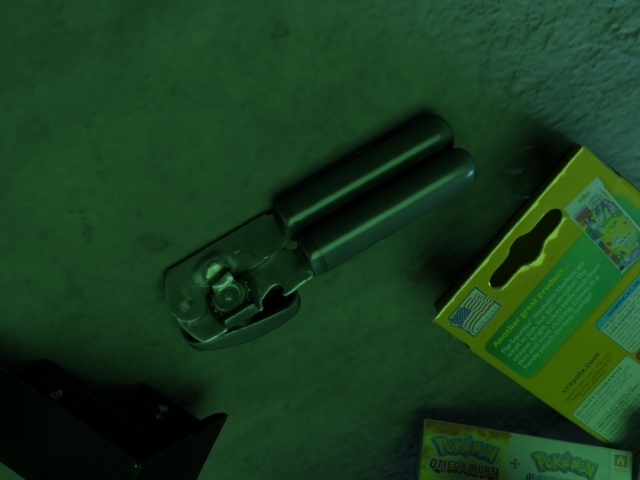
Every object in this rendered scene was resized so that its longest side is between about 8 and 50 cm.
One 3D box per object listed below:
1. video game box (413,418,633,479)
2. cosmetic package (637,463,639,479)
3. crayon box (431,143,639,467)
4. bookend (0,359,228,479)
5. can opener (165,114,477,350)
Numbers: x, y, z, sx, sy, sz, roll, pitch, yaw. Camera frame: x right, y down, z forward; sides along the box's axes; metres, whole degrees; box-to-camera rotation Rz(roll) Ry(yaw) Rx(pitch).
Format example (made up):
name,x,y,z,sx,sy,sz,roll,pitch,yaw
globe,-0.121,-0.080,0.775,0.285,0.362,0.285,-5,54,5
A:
name,x,y,z,sx,sy,sz,roll,pitch,yaw
video game box,0.183,0.273,1.221,0.205,0.187,0.048,9,153,-1
cosmetic package,0.414,0.273,1.271,0.224,0.138,0.225,-19,125,-37
crayon box,0.256,0.055,1.223,0.323,0.083,0.203,35,100,-32
bookend,-0.185,0.153,1.095,0.072,0.156,0.157,-63,163,16
can opener,0.000,0.000,1.116,0.283,0.076,0.095,-30,155,-5
